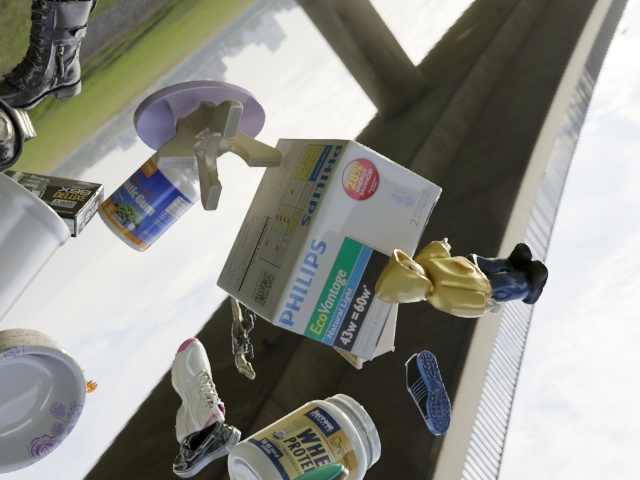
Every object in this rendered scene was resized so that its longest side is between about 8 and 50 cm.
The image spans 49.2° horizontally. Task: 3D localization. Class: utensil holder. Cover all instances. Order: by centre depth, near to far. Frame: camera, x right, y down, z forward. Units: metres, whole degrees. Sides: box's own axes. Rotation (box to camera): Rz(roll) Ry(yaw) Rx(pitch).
[{"bbox_3d":[-0.845,0.049,1.652,0.327,0.327,0.385,-10,-135,58],"label":"utensil holder"}]

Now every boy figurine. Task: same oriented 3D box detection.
[{"bbox_3d":[0.217,0.053,1.135,0.177,0.285,0.092,-114,-147,-48],"label":"boy figurine"}]

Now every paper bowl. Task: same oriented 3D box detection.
[{"bbox_3d":[-0.639,0.315,1.425,0.148,0.284,0.284,23,-119,43],"label":"paper bowl"}]

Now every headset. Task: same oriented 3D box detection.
[{"bbox_3d":[-0.583,-0.114,1.079,0.243,0.185,0.394,-20,-170,1],"label":"headset"}]

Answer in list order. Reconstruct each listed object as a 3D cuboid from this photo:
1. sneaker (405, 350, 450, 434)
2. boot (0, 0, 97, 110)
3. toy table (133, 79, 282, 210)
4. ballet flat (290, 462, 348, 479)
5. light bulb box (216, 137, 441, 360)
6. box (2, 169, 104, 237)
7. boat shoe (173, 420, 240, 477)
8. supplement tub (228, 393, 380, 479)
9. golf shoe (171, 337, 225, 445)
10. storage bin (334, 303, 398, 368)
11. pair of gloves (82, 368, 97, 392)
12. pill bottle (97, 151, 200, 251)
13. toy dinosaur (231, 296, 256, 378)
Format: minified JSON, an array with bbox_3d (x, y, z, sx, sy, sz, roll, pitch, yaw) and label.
[{"bbox_3d":[0.289,0.423,1.914,0.090,0.081,0.232,-45,-135,49],"label":"sneaker"},{"bbox_3d":[-0.573,-0.389,1.404,0.263,0.091,0.229,-35,154,-48],"label":"boot"},{"bbox_3d":[-0.214,-0.203,1.385,0.274,0.252,0.161,-14,-131,-22],"label":"toy table"},{"bbox_3d":[-0.075,0.539,1.347,0.316,0.106,0.107,-19,-175,-23],"label":"ballet flat"},{"bbox_3d":[0.000,0.000,1.390,0.361,0.225,0.358,19,-94,64],"label":"light bulb box"},{"bbox_3d":[-0.831,-0.113,2.076,0.242,0.307,0.076,-82,-179,-63],"label":"box"},{"bbox_3d":[-0.267,0.451,1.535,0.219,0.070,0.078,-38,-156,31],"label":"boat shoe"},{"bbox_3d":[-0.034,0.523,1.667,0.316,0.228,0.228,-23,-174,-35],"label":"supplement tub"},{"bbox_3d":[-0.297,0.395,1.780,0.140,0.306,0.115,11,-157,33],"label":"golf shoe"},{"bbox_3d":[0.071,0.126,1.730,0.123,0.262,0.260,-16,-147,-32],"label":"storage bin"},{"bbox_3d":[-0.619,0.363,1.814,0.010,0.083,0.074,-52,174,14],"label":"pair of gloves"},{"bbox_3d":[-0.380,-0.115,1.658,0.272,0.152,0.152,-44,-163,1],"label":"pill bottle"},{"bbox_3d":[-0.195,0.222,1.764,0.064,0.268,0.118,-2,176,-23],"label":"toy dinosaur"}]
